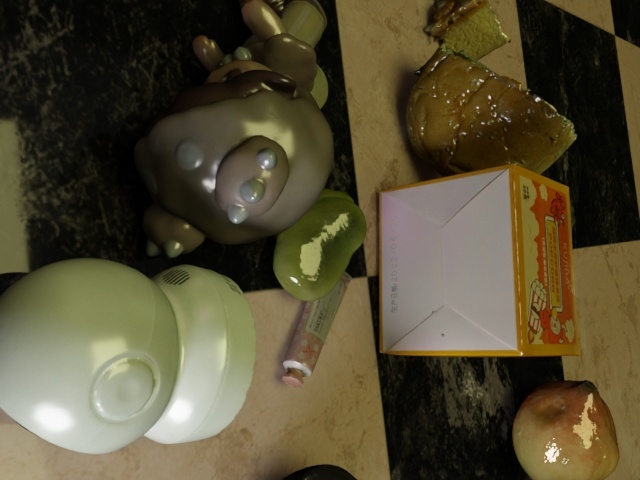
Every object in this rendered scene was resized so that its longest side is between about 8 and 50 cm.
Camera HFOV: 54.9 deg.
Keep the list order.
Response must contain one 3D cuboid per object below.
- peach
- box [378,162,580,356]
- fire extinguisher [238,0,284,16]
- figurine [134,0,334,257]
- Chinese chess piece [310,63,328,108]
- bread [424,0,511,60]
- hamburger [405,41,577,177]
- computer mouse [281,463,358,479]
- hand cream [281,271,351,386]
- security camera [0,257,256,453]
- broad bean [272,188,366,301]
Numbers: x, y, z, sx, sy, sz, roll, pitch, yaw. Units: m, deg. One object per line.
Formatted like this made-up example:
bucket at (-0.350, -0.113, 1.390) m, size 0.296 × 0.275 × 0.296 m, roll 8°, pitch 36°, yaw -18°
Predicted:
peach at (0.498, 0.380, 1.234) m, size 0.233 × 0.233 × 0.232 m, roll 8°, pitch 78°, yaw -43°
box at (0.258, 0.049, 1.017) m, size 0.214 × 0.260 × 0.283 m, roll 9°, pitch 78°, yaw -46°
fire extinguisher at (-0.122, -0.426, 0.868) m, size 0.075 × 0.106 × 0.252 m, roll -29°, pitch 106°, yaw -3°
figurine at (-0.081, -0.148, 0.754) m, size 0.203 × 0.248 × 0.380 m, roll 40°, pitch 49°, yaw -30°
Chinese chess piece at (-0.026, -0.234, 0.942) m, size 0.084 × 0.034 × 0.084 m, roll 5°, pitch 82°, yaw -44°
bread at (0.299, -0.449, 1.253) m, size 0.147 × 0.127 × 0.152 m, roll 40°, pitch 41°, yaw -33°
hamburger at (0.277, -0.204, 1.107) m, size 0.309 × 0.211 × 0.132 m, roll 37°, pitch 23°, yaw 11°
computer mouse at (-0.046, 0.409, 0.776) m, size 0.170 × 0.100 × 0.269 m, roll 48°, pitch 58°, yaw -25°
hand cream at (-0.005, 0.117, 0.906) m, size 0.067 × 0.043 × 0.209 m, roll 42°, pitch 51°, yaw -26°
security camera at (-0.205, 0.106, 0.602) m, size 0.236 × 0.195 × 0.194 m, roll 14°, pitch 74°, yaw -46°
broad bean at (0.000, 0.000, 0.895) m, size 0.124 × 0.082 × 0.174 m, roll 49°, pitch 54°, yaw -16°
